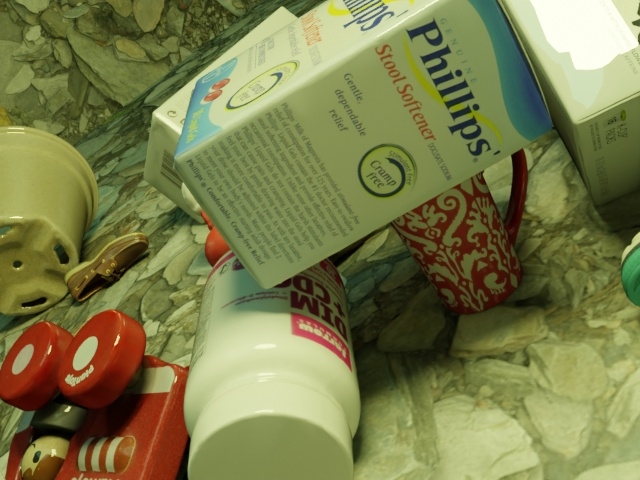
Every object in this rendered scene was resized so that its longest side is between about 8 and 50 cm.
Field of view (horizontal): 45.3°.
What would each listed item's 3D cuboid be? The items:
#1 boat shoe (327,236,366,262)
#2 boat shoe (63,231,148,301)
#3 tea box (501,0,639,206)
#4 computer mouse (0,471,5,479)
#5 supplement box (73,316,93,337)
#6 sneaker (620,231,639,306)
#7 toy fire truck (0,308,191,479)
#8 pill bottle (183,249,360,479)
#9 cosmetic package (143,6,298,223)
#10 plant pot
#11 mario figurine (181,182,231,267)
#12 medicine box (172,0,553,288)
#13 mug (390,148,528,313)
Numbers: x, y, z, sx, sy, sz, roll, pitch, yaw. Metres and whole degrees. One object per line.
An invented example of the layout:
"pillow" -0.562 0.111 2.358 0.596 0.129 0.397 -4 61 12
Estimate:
"boat shoe" 0.000 0.000 1.039 0.190 0.068 0.072 -43 15 -21
"boat shoe" -0.390 0.051 1.421 0.178 0.064 0.060 -34 55 2
"tea box" 0.344 -0.268 0.764 0.324 0.220 0.329 -26 63 15
"computer mouse" -0.325 0.295 0.762 0.042 0.192 0.106 -9 -5 -45
"supplement box" -0.363 0.161 1.199 0.062 0.036 0.098 -13 31 38
"sneaker" 0.337 0.032 0.535 0.275 0.107 0.110 -2 48 49
"toy fire truck" -0.251 0.228 0.820 0.302 0.169 0.253 -13 50 39
"pill bottle" -0.045 0.126 0.737 0.160 0.160 0.283 -28 25 11
"cosmetic package" -0.146 -0.240 1.447 0.385 0.156 0.217 -48 -7 -31
"plant pot" -0.610 -0.022 1.549 0.334 0.333 0.305 -33 35 0
"mario figurine" -0.100 -0.068 1.143 0.198 0.170 0.320 -44 16 18
"medicine box" 0.027 -0.132 0.734 0.289 0.149 0.263 -30 24 9
"mug" 0.147 -0.022 0.773 0.150 0.169 0.113 -22 26 21
